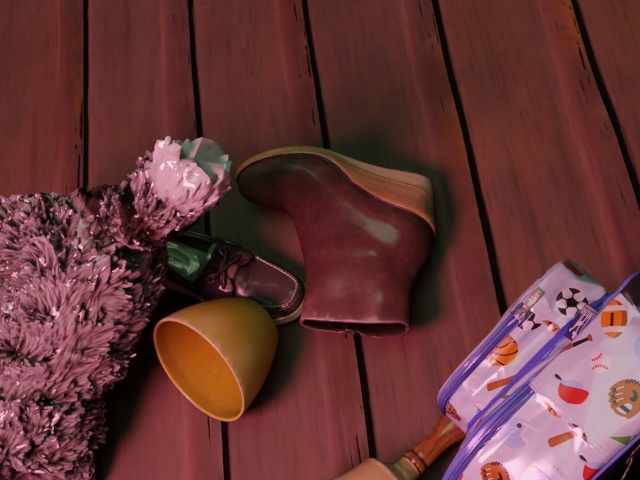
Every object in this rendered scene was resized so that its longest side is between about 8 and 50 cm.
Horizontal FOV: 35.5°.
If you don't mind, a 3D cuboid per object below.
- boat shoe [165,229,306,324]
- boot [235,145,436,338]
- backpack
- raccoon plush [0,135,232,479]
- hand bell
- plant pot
[{"bbox_3d":[-0.121,0.037,1.161,0.223,0.073,0.080,18,69,25],"label":"boat shoe"},{"bbox_3d":[0.000,0.000,1.119,0.248,0.090,0.207,7,56,14],"label":"boot"},{"bbox_3d":[0.221,0.162,0.880,0.213,0.276,0.263,37,87,30],"label":"backpack"},{"bbox_3d":[-0.253,0.101,0.995,0.216,0.446,0.299,9,68,-23],"label":"raccoon plush"},{"bbox_3d":[0.100,0.215,0.995,0.242,0.126,0.126,-38,57,-19],"label":"hand bell"},{"bbox_3d":[-0.102,0.115,1.094,0.134,0.134,0.095,27,48,28],"label":"plant pot"}]
